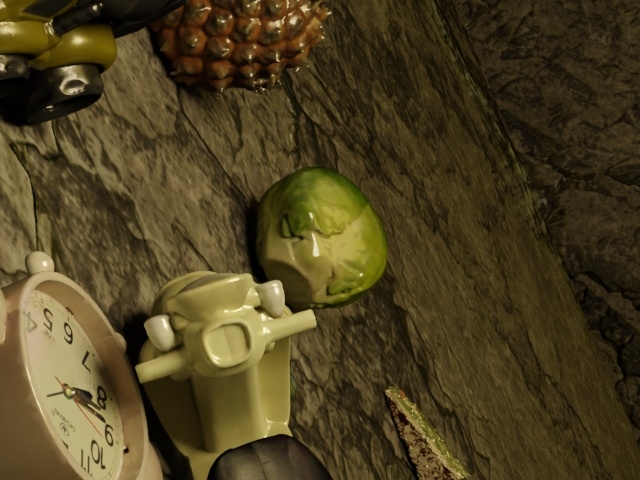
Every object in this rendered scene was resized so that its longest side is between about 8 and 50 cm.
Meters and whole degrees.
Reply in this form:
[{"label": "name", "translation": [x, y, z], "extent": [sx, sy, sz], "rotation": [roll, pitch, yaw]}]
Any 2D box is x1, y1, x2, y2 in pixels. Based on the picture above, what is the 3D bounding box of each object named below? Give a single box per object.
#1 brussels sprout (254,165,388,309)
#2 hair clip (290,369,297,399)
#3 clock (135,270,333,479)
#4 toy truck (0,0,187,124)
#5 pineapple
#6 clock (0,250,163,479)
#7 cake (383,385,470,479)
[{"label": "brussels sprout", "translation": [-0.002, 0.002, 1.497], "extent": [0.155, 0.117, 0.155], "rotation": [17, 63, -37]}, {"label": "hair clip", "translation": [-0.057, 0.125, 1.303], "extent": [0.066, 0.036, 0.229], "rotation": [60, 17, -2]}, {"label": "clock", "translation": [-0.040, 0.164, 1.037], "extent": [0.276, 0.120, 0.379], "rotation": [94, -26, -65]}, {"label": "toy truck", "translation": [-0.191, -0.178, 1.049], "extent": [0.147, 0.165, 0.224], "rotation": [69, 17, 4]}, {"label": "pineapple", "translation": [-0.066, -0.227, 1.454], "extent": [0.166, 0.193, 0.166], "rotation": [46, 33, -42]}, {"label": "clock", "translation": [-0.171, 0.097, 0.947], "extent": [0.156, 0.063, 0.229], "rotation": [-99, 162, -44]}, {"label": "cake", "translation": [0.120, 0.223, 1.706], "extent": [0.140, 0.055, 0.051], "rotation": [67, 23, 5]}]
